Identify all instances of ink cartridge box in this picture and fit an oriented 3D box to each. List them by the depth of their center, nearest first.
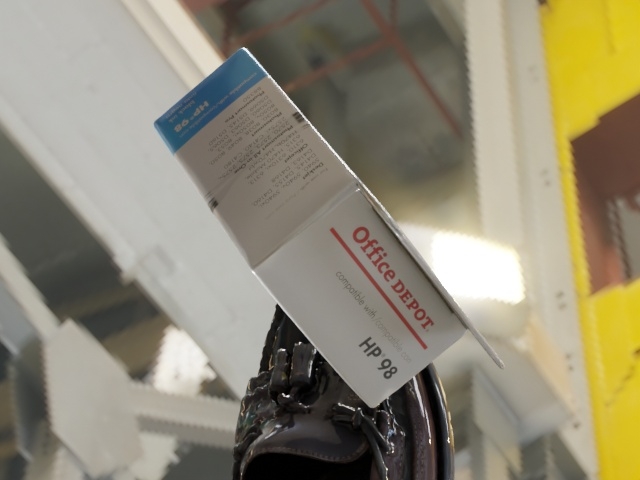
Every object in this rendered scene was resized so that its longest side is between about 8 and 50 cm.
[{"bbox_3d":[0.000,0.000,0.796,0.060,0.104,0.180,-38,-144,1],"label":"ink cartridge box"}]

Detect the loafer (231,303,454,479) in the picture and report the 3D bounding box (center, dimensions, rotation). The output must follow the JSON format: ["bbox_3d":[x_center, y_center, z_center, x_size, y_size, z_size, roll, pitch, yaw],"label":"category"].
[{"bbox_3d":[0.003,0.135,0.890,0.109,0.095,0.303,-26,-131,28],"label":"loafer"}]
